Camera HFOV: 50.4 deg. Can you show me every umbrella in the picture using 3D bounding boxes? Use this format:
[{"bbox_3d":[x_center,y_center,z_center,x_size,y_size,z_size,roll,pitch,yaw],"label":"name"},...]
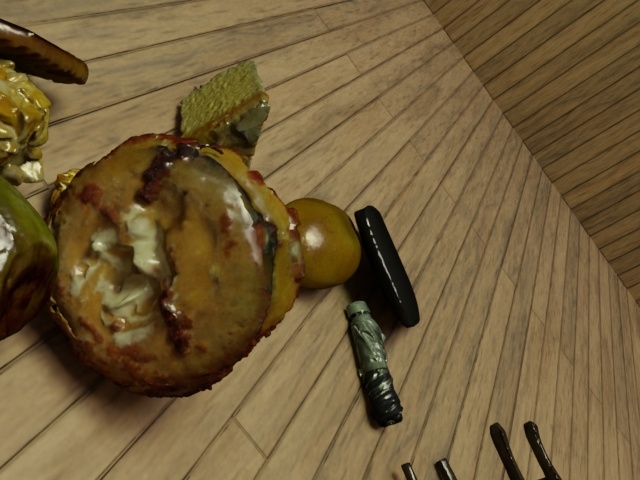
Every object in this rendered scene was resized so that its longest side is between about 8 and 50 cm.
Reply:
[{"bbox_3d":[0.075,0.173,0.966,0.050,0.046,0.188,29,35,-45],"label":"umbrella"}]

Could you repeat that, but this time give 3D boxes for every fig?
[{"bbox_3d":[-0.284,0.005,0.503,0.144,0.154,0.166,165,-95,-81],"label":"fig"}]

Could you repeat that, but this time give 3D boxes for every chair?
[{"bbox_3d":[0.243,0.408,0.846,0.160,0.186,0.319,19,44,-53],"label":"chair"}]

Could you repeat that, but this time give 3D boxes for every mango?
[{"bbox_3d":[0.000,0.000,0.976,0.136,0.099,0.227,56,21,1],"label":"mango"}]

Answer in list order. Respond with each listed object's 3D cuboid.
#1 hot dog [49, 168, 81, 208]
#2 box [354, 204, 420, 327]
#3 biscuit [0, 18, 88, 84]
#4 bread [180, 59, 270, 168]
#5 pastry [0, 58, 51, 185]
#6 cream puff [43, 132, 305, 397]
[{"bbox_3d":[-0.214,-0.018,0.726,0.165,0.045,0.071,37,37,-31],"label":"hot dog"},{"bbox_3d":[0.108,0.044,1.075,0.212,0.042,0.201,3,65,-79],"label":"box"},{"bbox_3d":[-0.350,-0.206,0.666,0.228,0.031,0.176,17,-1,-11],"label":"biscuit"},{"bbox_3d":[-0.114,-0.154,0.910,0.127,0.152,0.147,36,27,-34],"label":"bread"},{"bbox_3d":[-0.351,-0.118,0.566,0.250,0.102,0.154,10,50,-54],"label":"pastry"},{"bbox_3d":[-0.134,0.019,0.632,0.240,0.240,0.164,59,12,5],"label":"cream puff"}]
